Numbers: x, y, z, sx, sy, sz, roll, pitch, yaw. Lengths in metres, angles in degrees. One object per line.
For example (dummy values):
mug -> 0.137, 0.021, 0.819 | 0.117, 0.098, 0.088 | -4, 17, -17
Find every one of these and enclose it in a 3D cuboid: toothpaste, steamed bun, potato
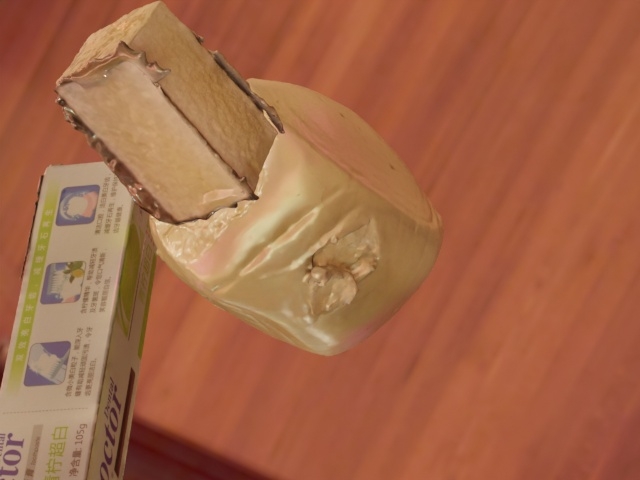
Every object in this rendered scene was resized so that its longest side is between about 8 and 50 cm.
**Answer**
toothpaste -> -0.178, 0.092, 1.429 | 0.081, 0.067, 0.337 | -5, 53, 15
steamed bun -> 0.000, 0.000, 1.427 | 0.170, 0.238, 0.152 | -51, 52, 7
potato -> -0.086, -0.073, 1.134 | 0.086, 0.122, 0.061 | -20, 32, 38
